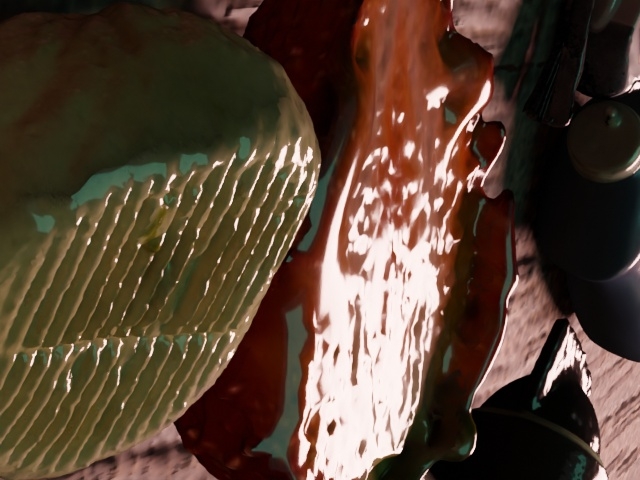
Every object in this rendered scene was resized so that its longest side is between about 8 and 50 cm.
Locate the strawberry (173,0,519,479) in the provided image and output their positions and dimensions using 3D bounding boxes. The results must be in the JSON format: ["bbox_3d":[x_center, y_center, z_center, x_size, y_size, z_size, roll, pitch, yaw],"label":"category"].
[{"bbox_3d":[0.000,0.000,0.508,0.146,0.082,0.187,-40,136,-59],"label":"strawberry"}]

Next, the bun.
[{"bbox_3d":[-0.057,-0.004,0.387,0.115,0.069,0.115,-33,146,-25],"label":"bun"}]

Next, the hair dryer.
[{"bbox_3d":[0.048,0.088,0.705,0.196,0.078,0.248,-64,151,-20],"label":"hair dryer"}]

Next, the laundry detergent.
[{"bbox_3d":[0.148,-0.011,0.849,0.097,0.061,0.206,-59,155,-10],"label":"laundry detergent"}]

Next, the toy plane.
[{"bbox_3d":[0.142,-0.136,0.755,0.078,0.053,0.197,14,99,-58],"label":"toy plane"}]
